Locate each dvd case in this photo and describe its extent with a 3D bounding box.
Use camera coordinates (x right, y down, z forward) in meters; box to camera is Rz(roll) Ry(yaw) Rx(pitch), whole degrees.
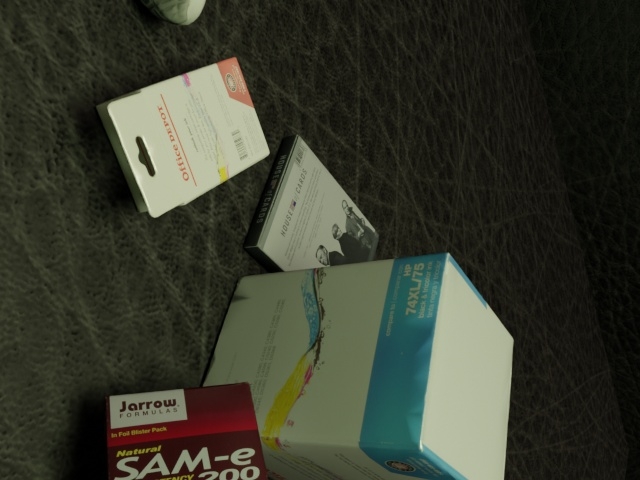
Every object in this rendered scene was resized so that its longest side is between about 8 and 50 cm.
[{"bbox_3d":[0.000,0.000,0.898,0.238,0.030,0.179,47,48,-41],"label":"dvd case"}]

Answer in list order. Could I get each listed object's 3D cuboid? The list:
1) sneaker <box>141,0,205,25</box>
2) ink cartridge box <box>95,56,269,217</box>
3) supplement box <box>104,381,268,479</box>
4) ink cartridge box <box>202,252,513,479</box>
[{"bbox_3d":[-0.131,-0.364,0.704,0.129,0.111,0.297,20,69,-59],"label":"sneaker"},{"bbox_3d":[-0.145,-0.105,0.669,0.198,0.067,0.115,-41,118,-53],"label":"ink cartridge box"},{"bbox_3d":[-0.103,0.239,0.527,0.130,0.073,0.239,-2,49,-20],"label":"supplement box"},{"bbox_3d":[0.041,0.156,0.716,0.198,0.270,0.197,46,47,-42],"label":"ink cartridge box"}]
